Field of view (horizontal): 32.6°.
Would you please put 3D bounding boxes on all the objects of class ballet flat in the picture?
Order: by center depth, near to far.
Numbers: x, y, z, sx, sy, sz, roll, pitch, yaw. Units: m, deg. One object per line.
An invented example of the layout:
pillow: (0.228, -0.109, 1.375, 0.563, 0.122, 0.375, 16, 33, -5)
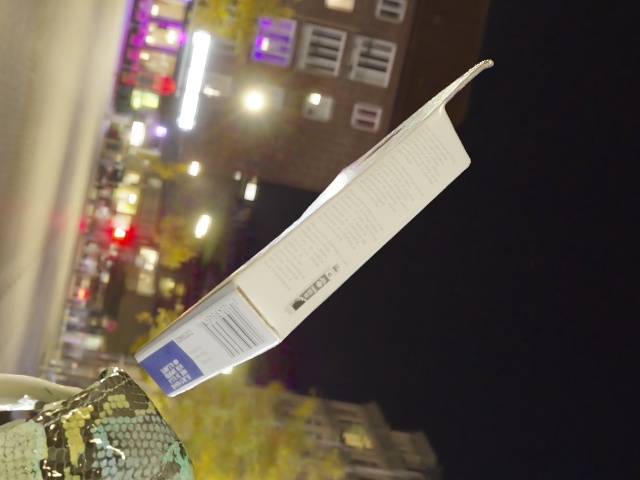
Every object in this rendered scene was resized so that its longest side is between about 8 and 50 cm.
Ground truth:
ballet flat: (-0.125, 0.072, 0.294, 0.070, 0.188, 0.070, 10, -78, 50)

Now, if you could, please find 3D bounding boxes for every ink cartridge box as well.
ink cartridge box: (0.000, 0.000, 0.693, 0.224, 0.045, 0.223, -42, -177, -27)
